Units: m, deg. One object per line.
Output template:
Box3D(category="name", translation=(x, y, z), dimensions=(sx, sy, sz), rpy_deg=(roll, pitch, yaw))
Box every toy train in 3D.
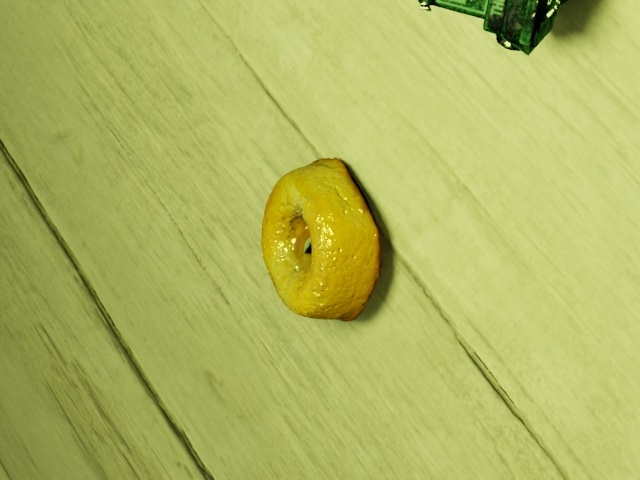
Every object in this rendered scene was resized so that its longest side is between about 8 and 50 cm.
Box3D(category="toy train", translation=(0.219, -0.380, 1.600), dimensions=(0.178, 0.138, 0.330), rpy_deg=(18, 120, 17))

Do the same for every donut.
Box3D(category="donut", translation=(0.001, 0.002, 2.100), dimensions=(0.253, 0.118, 0.253), rpy_deg=(177, 90, -65))
